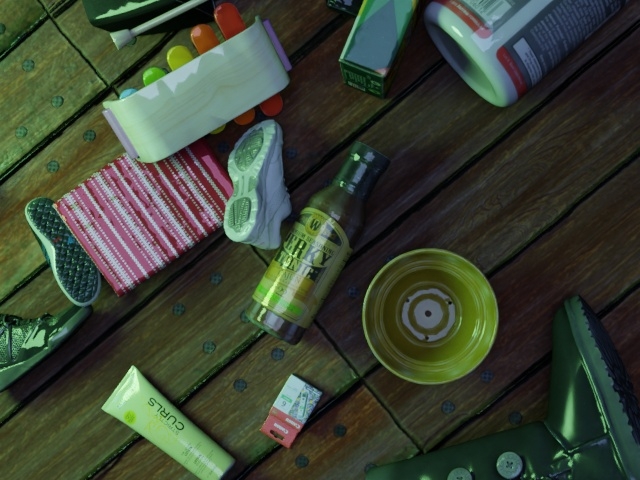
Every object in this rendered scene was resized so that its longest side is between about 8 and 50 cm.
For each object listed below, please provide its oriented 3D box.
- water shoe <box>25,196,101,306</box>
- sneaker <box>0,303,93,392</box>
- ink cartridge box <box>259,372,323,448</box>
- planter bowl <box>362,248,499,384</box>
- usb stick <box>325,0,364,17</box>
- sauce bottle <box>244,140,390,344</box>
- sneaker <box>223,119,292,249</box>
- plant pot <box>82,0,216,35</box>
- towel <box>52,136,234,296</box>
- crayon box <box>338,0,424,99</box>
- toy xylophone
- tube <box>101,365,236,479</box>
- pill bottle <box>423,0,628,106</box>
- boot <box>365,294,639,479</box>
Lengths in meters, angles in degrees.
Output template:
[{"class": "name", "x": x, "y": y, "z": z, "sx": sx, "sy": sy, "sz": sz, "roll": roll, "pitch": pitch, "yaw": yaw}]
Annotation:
[{"class": "water shoe", "x": -0.431, "y": 0.020, "z": 1.612, "sx": 0.073, "sy": 0.080, "sz": 0.203, "roll": -26, "pitch": 84, "yaw": -18}, {"class": "sneaker", "x": -0.499, "y": 0.150, "z": 1.607, "sx": 0.227, "sy": 0.087, "sz": 0.130, "roll": -35, "pitch": 93, "yaw": 8}, {"class": "ink cartridge box", "x": -0.050, "y": 0.288, "z": 1.598, "sx": 0.063, "sy": 0.029, "sz": 0.115, "roll": 31, "pitch": 90, "yaw": 4}, {"class": "planter bowl", "x": 0.178, "y": 0.122, "z": 1.555, "sx": 0.217, "sy": 0.090, "sz": 0.217, "roll": 0, "pitch": 88, "yaw": 4}, {"class": "usb stick", "x": 0.083, "y": -0.515, "z": 1.604, "sx": 0.077, "sy": 0.045, "sz": 0.278, "roll": 20, "pitch": 90, "yaw": -2}, {"class": "sauce bottle", "x": 0.000, "y": 0.000, "z": 1.563, "sx": 0.111, "sy": 0.111, "sz": 0.344, "roll": 28, "pitch": 90, "yaw": 5}, {"class": "sneaker", "x": -0.093, "y": -0.088, "z": 1.590, "sx": 0.090, "sy": 0.115, "sz": 0.232, "roll": -7, "pitch": 64, "yaw": 37}, {"class": "plant pot", "x": -0.301, "y": -0.435, "z": 1.571, "sx": 0.167, "sy": 0.188, "sz": 0.187, "roll": -20, "pitch": 87, "yaw": 17}, {"class": "towel", "x": -0.280, "y": -0.062, "z": 1.597, "sx": 0.275, "sy": 0.031, "sz": 0.199, "roll": -36, "pitch": 86, "yaw": -10}, {"class": "crayon box", "x": 0.129, "y": -0.399, "z": 1.518, "sx": 0.081, "sy": 0.202, "sz": 0.319, "roll": 22, "pitch": 91, "yaw": 4}, {"class": "toy xylophone", "x": -0.202, "y": -0.270, "z": 1.539, "sx": 0.322, "sy": 0.081, "sz": 0.236, "roll": -24, "pitch": 113, "yaw": -11}, {"class": "tube", "x": -0.253, "y": 0.321, "z": 1.601, "sx": 0.240, "sy": 0.062, "sz": 0.070, "roll": 38, "pitch": 51, "yaw": 9}, {"class": "pill bottle", "x": 0.359, "y": -0.400, "z": 1.497, "sx": 0.363, "sy": 0.210, "sz": 0.210, "roll": -41, "pitch": 86, "yaw": 2}, {"class": "boot", "x": 0.277, "y": 0.322, "z": 1.510, "sx": 0.445, "sy": 0.146, "sz": 0.367, "roll": -29, "pitch": 43, "yaw": 22}]
